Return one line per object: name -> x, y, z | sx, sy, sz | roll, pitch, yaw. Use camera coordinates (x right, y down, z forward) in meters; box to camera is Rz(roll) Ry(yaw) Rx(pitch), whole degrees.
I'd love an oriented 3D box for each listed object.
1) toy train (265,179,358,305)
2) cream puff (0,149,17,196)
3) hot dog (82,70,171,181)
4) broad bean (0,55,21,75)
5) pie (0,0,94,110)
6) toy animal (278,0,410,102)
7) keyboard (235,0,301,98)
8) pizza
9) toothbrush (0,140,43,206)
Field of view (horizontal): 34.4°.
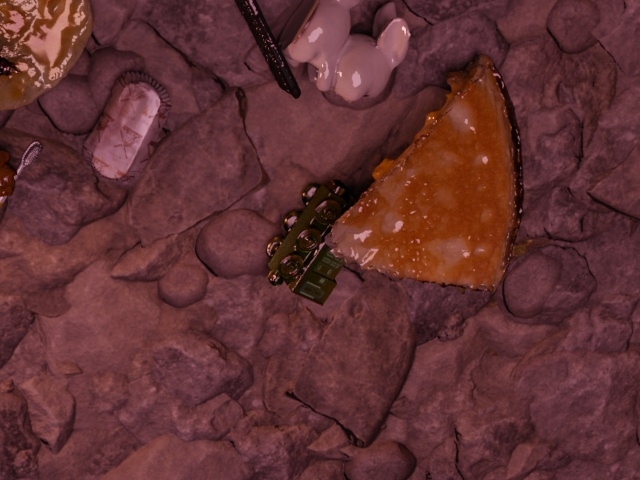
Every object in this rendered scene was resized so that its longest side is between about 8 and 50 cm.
toy train -> 0.000, 0.000, 1.864 | 0.137, 0.090, 0.225 | 26, 106, -32
cream puff -> -0.551, -0.106, 1.670 | 0.122, 0.094, 0.116 | -9, 120, 30
hot dog -> -0.318, -0.183, 1.708 | 0.108, 0.059, 0.191 | 27, 110, -10
broad bean -> -0.599, -0.276, 1.520 | 0.339, 0.061, 0.077 | 9, 144, 1
pie -> -0.509, -0.362, 1.562 | 0.338, 0.075, 0.337 | -5, 115, -10
toy animal -> 0.040, -0.326, 1.692 | 0.193, 0.127, 0.178 | 22, 107, -20
keyboard -> -0.103, -0.346, 1.655 | 0.016, 0.106, 0.262 | -33, 119, -8
pizza -> 0.246, -0.063, 1.873 | 0.435, 0.080, 0.392 | -47, 125, -1
toothbrush -> -0.550, -0.049, 1.732 | 0.021, 0.024, 0.288 | 31, 104, -27
